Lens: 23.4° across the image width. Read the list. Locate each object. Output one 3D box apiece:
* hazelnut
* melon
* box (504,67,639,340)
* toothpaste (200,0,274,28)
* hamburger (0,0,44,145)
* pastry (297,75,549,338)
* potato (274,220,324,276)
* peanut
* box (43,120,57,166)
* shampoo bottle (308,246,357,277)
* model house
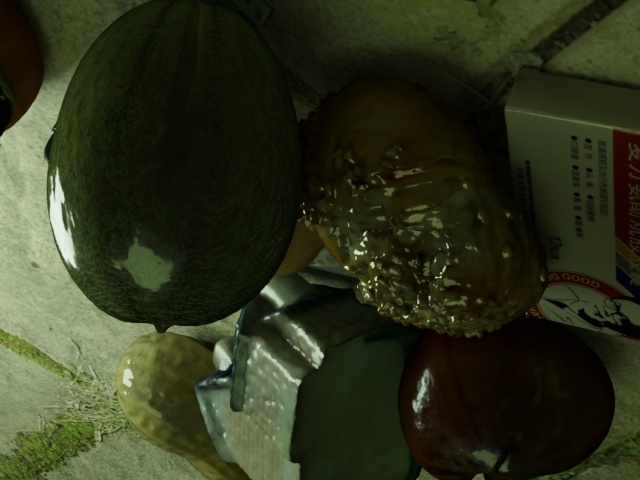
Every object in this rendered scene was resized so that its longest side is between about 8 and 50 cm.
[{"bbox_3d":[0.217,0.187,1.801,0.251,0.217,0.217,3,147,-2],"label":"hazelnut"},{"bbox_3d":[-0.140,-0.073,1.517,0.248,0.329,0.248,5,180,0],"label":"melon"},{"bbox_3d":[0.306,-0.020,1.578,0.214,0.069,0.353,13,148,21],"label":"box"},{"bbox_3d":[-0.117,-0.272,1.534,0.046,0.034,0.164,-11,133,44],"label":"toothpaste"},{"bbox_3d":[-0.495,-0.183,1.734,0.330,0.250,0.330,18,148,12],"label":"hamburger"},{"bbox_3d":[0.092,-0.017,1.586,0.311,0.162,0.255,55,159,-20],"label":"pastry"},{"bbox_3d":[-0.032,-0.028,1.744,0.112,0.147,0.112,30,-175,-3],"label":"potato"},{"bbox_3d":[-0.168,0.254,2.239,0.174,0.158,0.340,-29,125,29],"label":"peanut"},{"bbox_3d":[-0.176,-0.100,1.721,0.227,0.162,0.130,34,138,-13],"label":"box"},{"bbox_3d":[0.000,0.000,1.839,0.234,0.049,0.087,13,143,20],"label":"shampoo bottle"},{"bbox_3d":[-0.023,0.166,1.966,0.284,0.243,0.298,34,131,38],"label":"model house"}]
